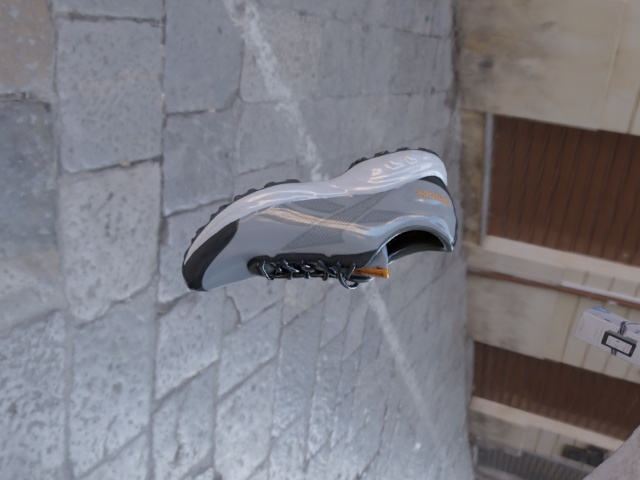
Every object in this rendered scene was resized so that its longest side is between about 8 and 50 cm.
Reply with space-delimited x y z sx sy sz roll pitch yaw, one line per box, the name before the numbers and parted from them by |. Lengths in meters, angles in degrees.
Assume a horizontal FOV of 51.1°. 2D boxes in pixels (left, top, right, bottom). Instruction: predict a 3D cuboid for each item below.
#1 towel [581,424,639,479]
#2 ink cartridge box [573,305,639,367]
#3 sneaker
towel | 0.262 0.132 0.323 0.282 0.187 0.049 -47 132 8
ink cartridge box | 0.286 0.092 0.622 0.048 0.083 0.028 -4 115 -54
sneaker | 0.000 0.000 0.630 0.100 0.272 0.107 71 1 -67
